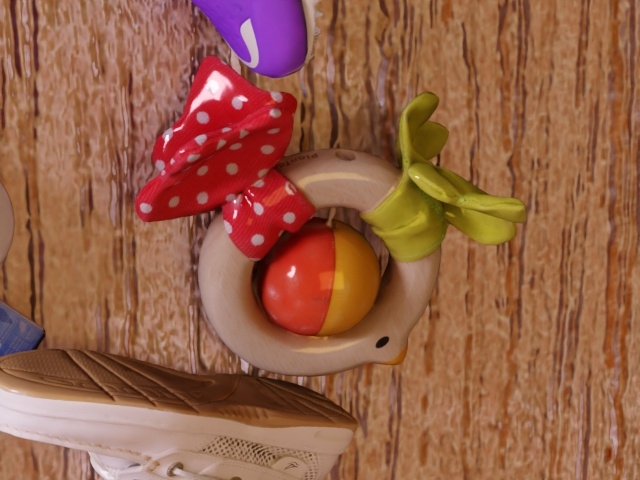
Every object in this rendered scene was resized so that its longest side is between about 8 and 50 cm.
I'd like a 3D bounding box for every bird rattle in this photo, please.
[{"bbox_3d":[0.000,0.000,1.131,0.254,0.143,0.207,-2,117,-28],"label":"bird rattle"}]

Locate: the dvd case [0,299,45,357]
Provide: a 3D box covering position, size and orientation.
[{"bbox_3d":[-0.306,0.063,1.015,0.253,0.022,0.180,38,80,-31],"label":"dvd case"}]

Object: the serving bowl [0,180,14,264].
[{"bbox_3d":[-0.215,-0.013,1.035,0.083,0.027,0.083,9,77,-40],"label":"serving bowl"}]

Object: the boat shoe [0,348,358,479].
[{"bbox_3d":[-0.097,0.134,1.106,0.277,0.098,0.096,13,102,-38],"label":"boat shoe"}]

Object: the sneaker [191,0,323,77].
[{"bbox_3d":[-0.117,-0.207,1.034,0.146,0.102,0.293,-35,109,-19],"label":"sneaker"}]
